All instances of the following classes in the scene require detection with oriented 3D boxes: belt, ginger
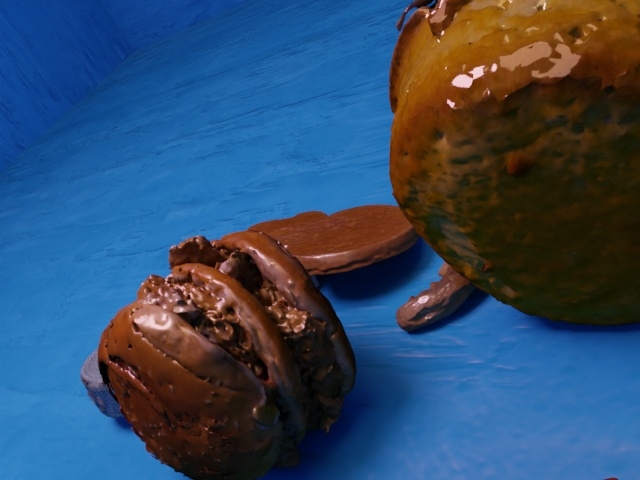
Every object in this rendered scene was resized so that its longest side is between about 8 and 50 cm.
[{"bbox_3d":[-0.243,0.180,0.908,0.147,0.082,0.163,-37,25,-29],"label":"belt"},{"bbox_3d":[0.158,0.039,0.772,0.173,0.051,0.069,-42,28,-19],"label":"ginger"}]

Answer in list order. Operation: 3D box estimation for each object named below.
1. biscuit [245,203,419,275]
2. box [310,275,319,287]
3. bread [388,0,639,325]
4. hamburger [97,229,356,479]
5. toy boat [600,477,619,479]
[{"bbox_3d":[0.000,0.001,0.925,0.288,0.044,0.202,-6,20,29],"label":"biscuit"},{"bbox_3d":[-0.088,0.077,0.949,0.152,0.048,0.100,4,42,42],"label":"box"},{"bbox_3d":[0.225,-0.084,0.589,0.336,0.358,0.204,-12,40,33],"label":"bread"},{"bbox_3d":[-0.096,0.135,0.709,0.245,0.260,0.211,44,53,16],"label":"hamburger"},{"bbox_3d":[0.072,0.304,0.438,0.392,0.079,0.136,-33,32,-3],"label":"toy boat"}]
